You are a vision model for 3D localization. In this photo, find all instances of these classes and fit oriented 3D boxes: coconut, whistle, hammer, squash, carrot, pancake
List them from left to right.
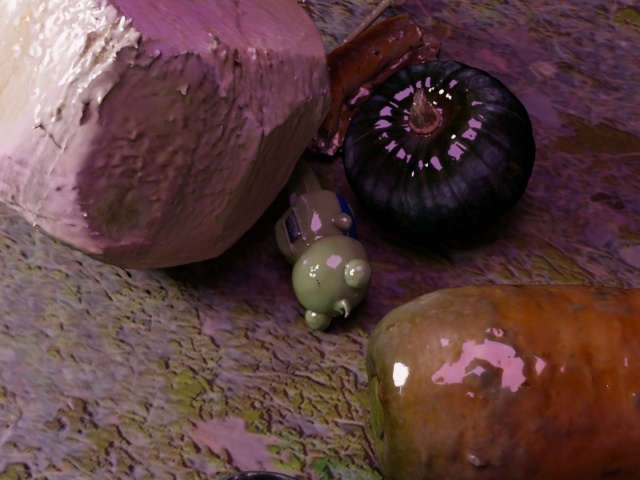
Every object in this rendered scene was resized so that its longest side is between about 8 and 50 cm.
[{"bbox_3d":[-0.217,-0.150,1.591,0.404,0.405,0.405,-3,47,4],"label":"coconut"},{"bbox_3d":[0.000,0.000,1.593,0.085,0.105,0.227,18,37,-34],"label":"whistle"},{"bbox_3d":[0.036,-0.266,1.877,0.195,0.028,0.060,-46,21,-23],"label":"hammer"},{"bbox_3d":[0.098,-0.176,1.766,0.266,0.057,0.244,-37,55,-26],"label":"pancake"},{"bbox_3d":[0.130,-0.101,1.609,0.218,0.172,0.218,-1,86,17],"label":"squash"},{"bbox_3d":[0.218,0.145,1.346,0.340,0.224,0.224,-5,47,-3],"label":"carrot"}]

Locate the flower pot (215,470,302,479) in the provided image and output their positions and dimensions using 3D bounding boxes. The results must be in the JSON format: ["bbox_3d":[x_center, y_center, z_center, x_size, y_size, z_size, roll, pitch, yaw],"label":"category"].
[{"bbox_3d":[-0.068,0.317,1.262,0.189,0.157,0.243,16,52,22],"label":"flower pot"}]
